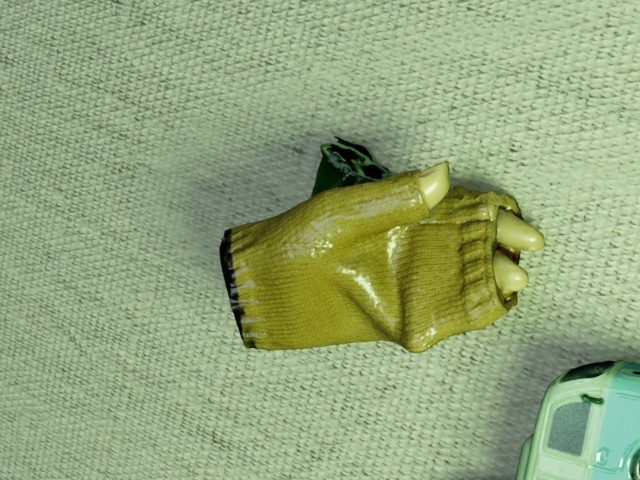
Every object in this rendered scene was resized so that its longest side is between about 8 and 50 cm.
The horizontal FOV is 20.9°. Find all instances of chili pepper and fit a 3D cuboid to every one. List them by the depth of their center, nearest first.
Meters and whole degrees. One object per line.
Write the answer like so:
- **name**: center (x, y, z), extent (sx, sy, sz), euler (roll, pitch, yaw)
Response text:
- **chili pepper**: center (0.000, 0.000, 1.948), extent (0.088, 0.059, 0.227), euler (42, 122, 32)

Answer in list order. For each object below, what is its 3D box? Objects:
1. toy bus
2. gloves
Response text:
- **toy bus**: center (0.272, 0.245, 1.683), extent (0.165, 0.133, 0.271), euler (13, 97, 19)
- **gloves**: center (0.063, 0.020, 1.829), extent (0.356, 0.155, 0.203), euler (-7, 110, 23)
